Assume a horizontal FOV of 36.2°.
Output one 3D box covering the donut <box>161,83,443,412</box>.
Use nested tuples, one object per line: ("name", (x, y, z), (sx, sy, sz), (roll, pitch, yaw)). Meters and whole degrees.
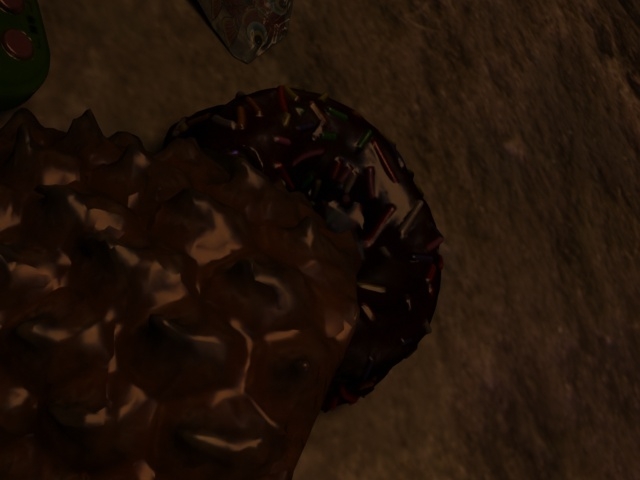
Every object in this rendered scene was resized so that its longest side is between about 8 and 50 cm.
("donut", (0.000, -0.001, 0.671), (0.216, 0.096, 0.230), (18, 53, -35))

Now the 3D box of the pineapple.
("pineapple", (-0.171, 0.038, 0.397), (0.357, 0.223, 0.223), (17, 50, -5))

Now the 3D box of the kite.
("kite", (-0.109, -0.248, 0.791), (0.229, 0.016, 0.127), (46, 39, -16))

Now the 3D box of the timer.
("timer", (-0.230, -0.142, 0.580), (0.128, 0.047, 0.140), (0, 65, -45))
